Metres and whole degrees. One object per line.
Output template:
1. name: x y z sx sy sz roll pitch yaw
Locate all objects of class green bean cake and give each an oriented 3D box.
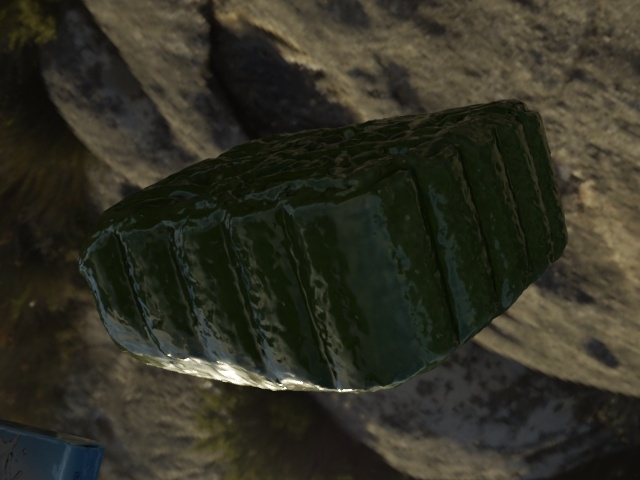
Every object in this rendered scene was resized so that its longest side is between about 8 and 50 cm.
1. green bean cake: 0.000 0.000 0.595 0.248 0.222 0.124 -10 103 37

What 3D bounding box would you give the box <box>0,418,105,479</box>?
1. box: -0.346 0.248 1.006 0.232 0.142 0.083 9 171 16
